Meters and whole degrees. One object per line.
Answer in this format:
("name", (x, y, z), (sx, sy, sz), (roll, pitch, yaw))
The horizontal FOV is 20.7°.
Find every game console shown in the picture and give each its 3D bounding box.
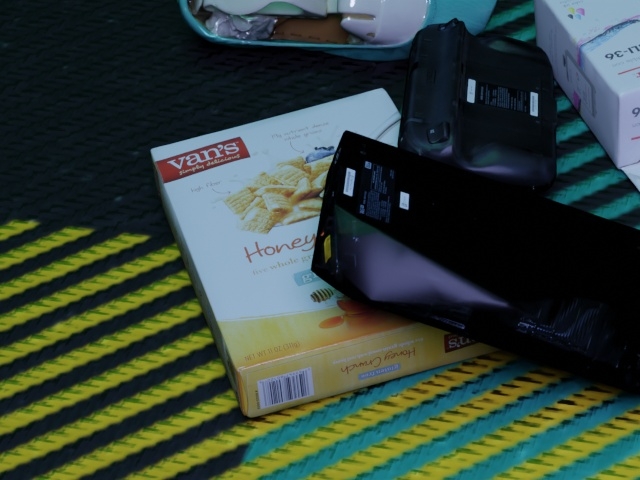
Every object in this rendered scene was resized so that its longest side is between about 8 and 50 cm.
("game console", (0.114, -0.045, 1.119), (0.213, 0.044, 0.361), (19, 32, -5))

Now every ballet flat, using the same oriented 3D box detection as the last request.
("ballet flat", (0.006, -0.173, 1.292), (0.247, 0.083, 0.087), (2, 8, 18))

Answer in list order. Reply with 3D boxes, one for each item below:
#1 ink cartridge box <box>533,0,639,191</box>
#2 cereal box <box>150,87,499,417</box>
("ink cartridge box", (0.234, -0.118, 1.205), (0.115, 0.067, 0.198), (-16, 41, -8))
("cereal box", (0.000, 0.000, 1.124), (0.173, 0.047, 0.240), (-15, 41, -10))
